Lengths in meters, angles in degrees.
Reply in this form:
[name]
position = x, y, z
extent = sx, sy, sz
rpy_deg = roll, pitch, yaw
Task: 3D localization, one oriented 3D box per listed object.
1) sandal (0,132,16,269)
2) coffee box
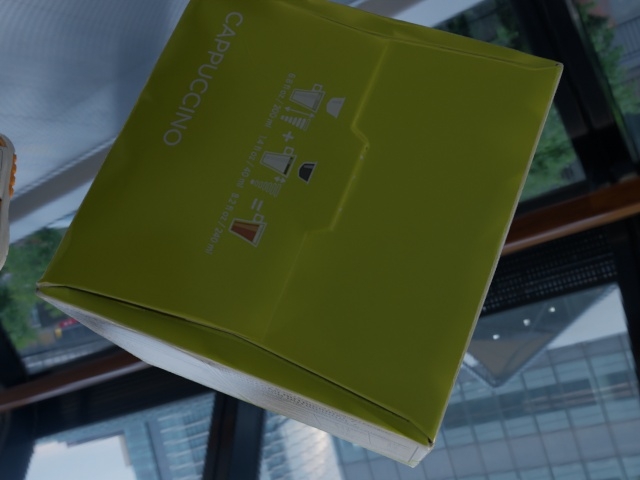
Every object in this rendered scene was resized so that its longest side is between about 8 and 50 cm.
[sandal]
position = -0.486, -0.063, 1.029
extent = 0.102, 0.265, 0.076
rpy_deg = -29, 146, 16
[coffee box]
position = 0.000, 0.000, 0.737
extent = 0.338, 0.337, 0.334
rpy_deg = 19, 163, 12
